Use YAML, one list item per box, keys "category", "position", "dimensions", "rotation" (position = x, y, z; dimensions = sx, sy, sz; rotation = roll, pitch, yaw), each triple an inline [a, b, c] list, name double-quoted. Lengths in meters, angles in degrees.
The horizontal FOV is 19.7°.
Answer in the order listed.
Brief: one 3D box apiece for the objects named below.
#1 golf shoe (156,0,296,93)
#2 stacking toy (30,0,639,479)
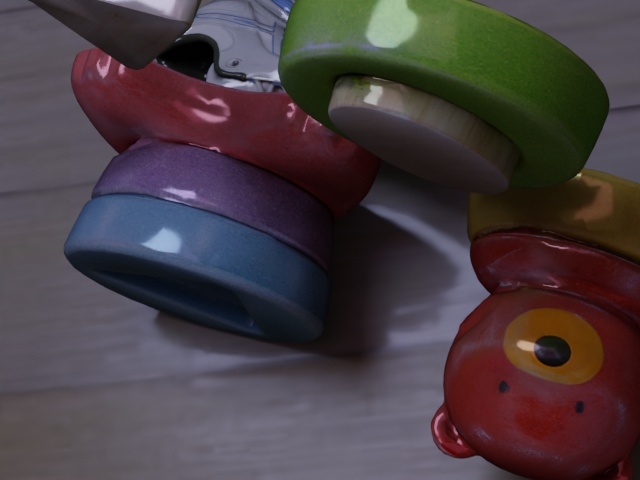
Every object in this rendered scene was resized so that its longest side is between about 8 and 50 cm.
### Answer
- category: "golf shoe"
  position: [-0.011, -0.072, 0.908]
  dimensions: [0.086, 0.069, 0.176]
  rotation: [-28, 38, -28]
- category: "stacking toy"
  position: [0.000, 0.000, 0.799]
  dimensions: [0.309, 0.279, 0.130]
  rotation: [12, 75, 23]
